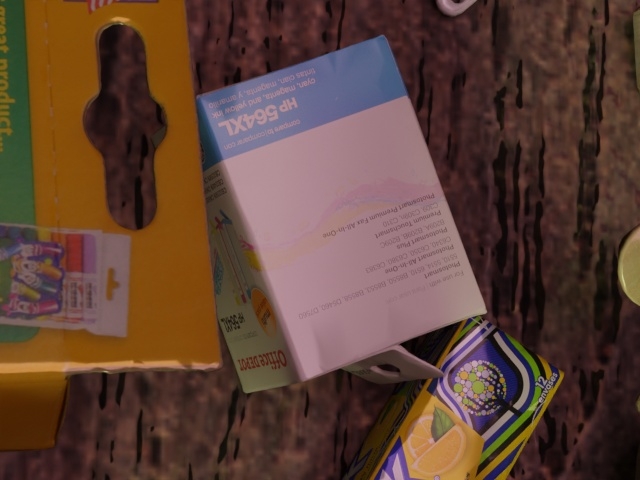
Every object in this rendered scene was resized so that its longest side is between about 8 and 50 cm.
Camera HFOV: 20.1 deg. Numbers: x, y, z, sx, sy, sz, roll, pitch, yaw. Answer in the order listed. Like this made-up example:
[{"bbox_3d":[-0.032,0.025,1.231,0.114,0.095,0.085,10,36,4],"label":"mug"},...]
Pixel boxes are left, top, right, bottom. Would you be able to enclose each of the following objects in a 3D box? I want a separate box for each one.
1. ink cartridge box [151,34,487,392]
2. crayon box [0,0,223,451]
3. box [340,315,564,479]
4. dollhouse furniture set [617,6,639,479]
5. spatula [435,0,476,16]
[{"bbox_3d":[0.000,0.000,0.777,0.090,0.092,0.143,-19,88,-19],"label":"ink cartridge box"},{"bbox_3d":[-0.209,-0.024,0.663,0.322,0.083,0.203,-1,65,-13],"label":"crayon box"},{"bbox_3d":[0.037,0.117,0.791,0.054,0.059,0.169,33,74,-6],"label":"box"},{"bbox_3d":[0.270,0.058,0.879,0.303,0.174,0.356,-14,111,-18],"label":"dollhouse furniture set"},{"bbox_3d":[0.105,-0.233,0.884,0.242,0.019,0.168,-40,101,-19],"label":"spatula"}]
